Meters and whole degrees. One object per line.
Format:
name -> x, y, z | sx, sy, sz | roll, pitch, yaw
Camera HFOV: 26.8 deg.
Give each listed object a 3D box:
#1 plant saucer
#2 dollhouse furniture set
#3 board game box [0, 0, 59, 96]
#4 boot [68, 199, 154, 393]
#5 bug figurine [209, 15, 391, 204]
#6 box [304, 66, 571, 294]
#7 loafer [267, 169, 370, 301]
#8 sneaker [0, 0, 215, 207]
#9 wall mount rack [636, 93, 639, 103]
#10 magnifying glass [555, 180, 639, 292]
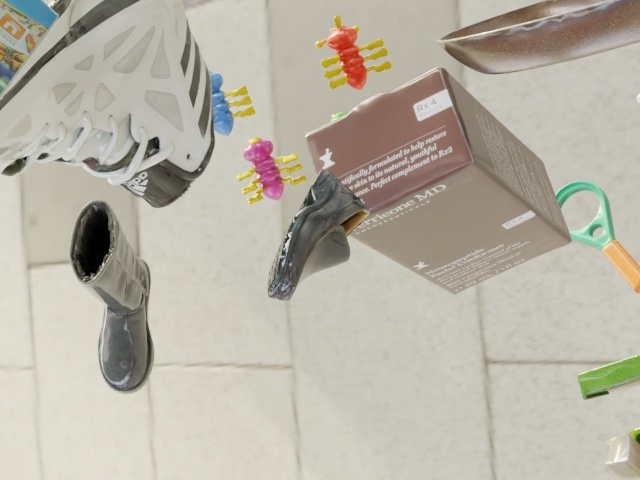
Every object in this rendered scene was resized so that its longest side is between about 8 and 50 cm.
plant saucer -> 0.266, -0.214, 1.287 | 0.310, 0.310, 0.050 | -4, 105, 48
dollhouse furniture set -> 0.200, 0.140, 0.769 | 0.058, 0.076, 0.152 | -22, 76, 35
board game box -> -0.279, -0.086, 0.619 | 0.097, 0.224, 0.303 | -36, 22, 31
boot -> -0.243, 0.071, 1.577 | 0.208, 0.076, 0.190 | 97, 169, -74
bug figurine -> -0.036, -0.168, 1.791 | 0.072, 0.279, 0.216 | -137, 29, -75
box -> 0.161, -0.063, 1.695 | 0.191, 0.381, 0.143 | -25, 64, 21
loafer -> 0.000, 0.000, 1.207 | 0.061, 0.170, 0.062 | 28, 133, -1
sneaker -> -0.223, -0.108, 1.294 | 0.169, 0.447, 0.257 | -16, 117, 36
wall mount rack -> 0.504, -0.362, 1.917 | 0.350, 0.130, 0.304 | 55, 159, 6
magnifying glass -> 0.422, -0.005, 2.017 | 0.092, 0.026, 0.231 | -42, 44, 11
